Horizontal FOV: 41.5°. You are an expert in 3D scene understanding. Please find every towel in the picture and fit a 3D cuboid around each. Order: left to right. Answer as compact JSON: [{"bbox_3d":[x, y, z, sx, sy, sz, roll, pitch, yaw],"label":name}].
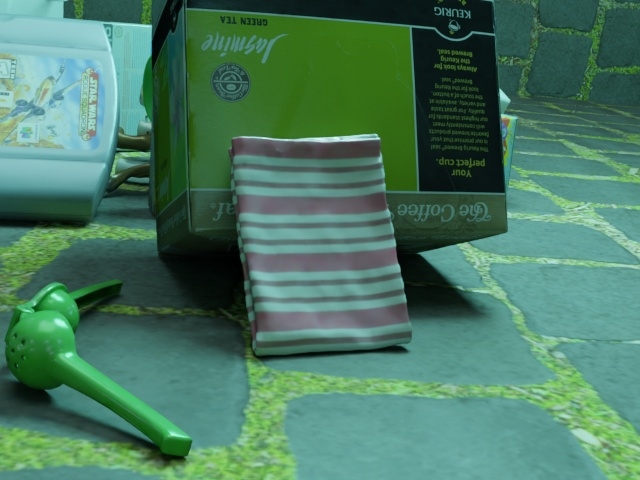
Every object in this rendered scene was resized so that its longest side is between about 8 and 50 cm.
[{"bbox_3d":[0.000,0.000,0.739,0.144,0.197,0.029,-3,-16,-18],"label":"towel"}]

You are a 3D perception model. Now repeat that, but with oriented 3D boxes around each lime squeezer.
[{"bbox_3d":[-0.184,0.069,0.649,0.109,0.059,0.310,-1,16,-21],"label":"lime squeezer"}]

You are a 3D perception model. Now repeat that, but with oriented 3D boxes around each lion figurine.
[{"bbox_3d":[-0.185,-0.155,1.336,0.240,0.142,0.392,11,34,-4],"label":"lion figurine"}]

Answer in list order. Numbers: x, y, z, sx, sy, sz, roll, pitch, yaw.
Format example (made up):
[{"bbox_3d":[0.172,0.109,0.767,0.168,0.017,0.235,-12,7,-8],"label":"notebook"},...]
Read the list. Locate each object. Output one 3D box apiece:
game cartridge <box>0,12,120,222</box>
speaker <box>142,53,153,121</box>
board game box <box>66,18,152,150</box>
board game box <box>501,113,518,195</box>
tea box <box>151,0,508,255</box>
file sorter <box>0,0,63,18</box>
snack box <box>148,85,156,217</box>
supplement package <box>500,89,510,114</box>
[{"bbox_3d":[-0.356,-0.163,1.070,0.198,0.297,0.062,-1,-27,-10],"label":"game cartridge"},{"bbox_3d":[-0.103,-0.219,1.243,0.296,0.131,0.131,-6,19,-35],"label":"speaker"},{"bbox_3d":[-0.422,-0.268,1.457,0.303,0.224,0.097,-4,19,-32],"label":"board game box"},{"bbox_3d":[0.151,-0.129,1.298,0.275,0.142,0.144,-7,20,-37],"label":"board game box"},{"bbox_3d":[-0.003,-0.150,0.904,0.329,0.324,0.220,1,-7,-19],"label":"tea box"},{"bbox_3d":[-0.472,-0.237,1.246,0.192,0.278,0.173,-2,21,-23],"label":"file sorter"},{"bbox_3d":[-0.132,-0.135,1.108,0.174,0.207,0.070,-1,17,-20],"label":"snack box"},{"bbox_3d":[0.179,-0.276,1.550,0.177,0.175,0.293,14,31,-27],"label":"supplement package"}]
